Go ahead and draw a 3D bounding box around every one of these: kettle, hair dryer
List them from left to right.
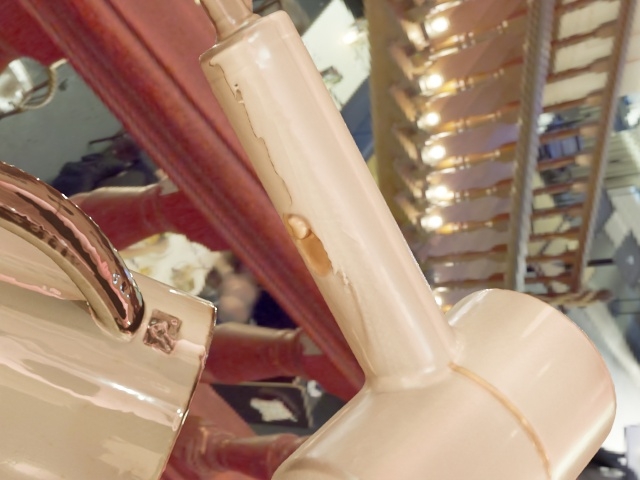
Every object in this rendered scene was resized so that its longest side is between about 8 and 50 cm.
[{"bbox_3d":[-0.187,0.047,0.552,0.236,0.221,0.161,24,41,-11],"label":"kettle"},{"bbox_3d":[0.000,0.000,0.468,0.173,0.107,0.357,-36,101,-40],"label":"hair dryer"}]
